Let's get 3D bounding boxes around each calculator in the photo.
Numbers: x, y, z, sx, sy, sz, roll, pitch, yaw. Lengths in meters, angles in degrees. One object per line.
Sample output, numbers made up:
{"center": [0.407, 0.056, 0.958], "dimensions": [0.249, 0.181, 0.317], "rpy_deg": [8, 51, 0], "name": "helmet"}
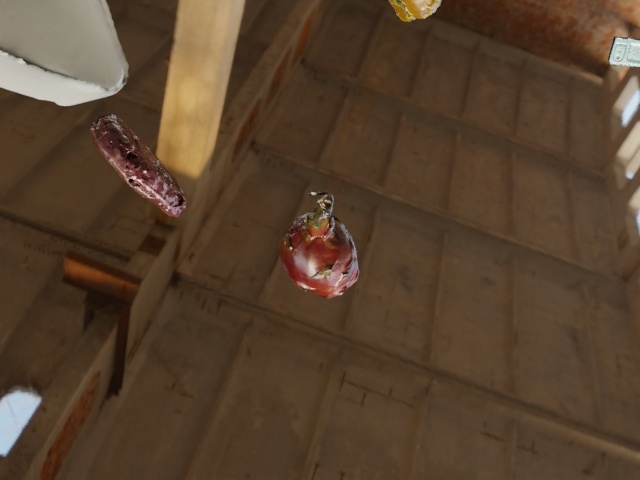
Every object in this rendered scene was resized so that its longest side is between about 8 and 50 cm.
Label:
{"center": [0.618, -0.337, 1.385], "dimensions": [0.171, 0.057, 0.018], "rpy_deg": [11, -143, 13], "name": "calculator"}

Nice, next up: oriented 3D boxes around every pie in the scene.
{"center": [-0.221, -0.094, 0.930], "dimensions": [0.153, 0.038, 0.153], "rpy_deg": [47, -177, -4], "name": "pie"}

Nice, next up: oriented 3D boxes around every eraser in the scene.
{"center": [-0.492, -0.370, 1.355], "dimensions": [0.149, 0.331, 0.331], "rpy_deg": [-7, -151, 32], "name": "eraser"}

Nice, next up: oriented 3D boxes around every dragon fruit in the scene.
{"center": [0.000, 0.000, 1.150], "dimensions": [0.125, 0.246, 0.126], "rpy_deg": [-2, -119, -4], "name": "dragon fruit"}

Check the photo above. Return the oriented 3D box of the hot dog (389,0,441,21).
{"center": [0.085, -0.389, 0.997], "dimensions": [0.072, 0.269, 0.115], "rpy_deg": [-45, -132, -1], "name": "hot dog"}
